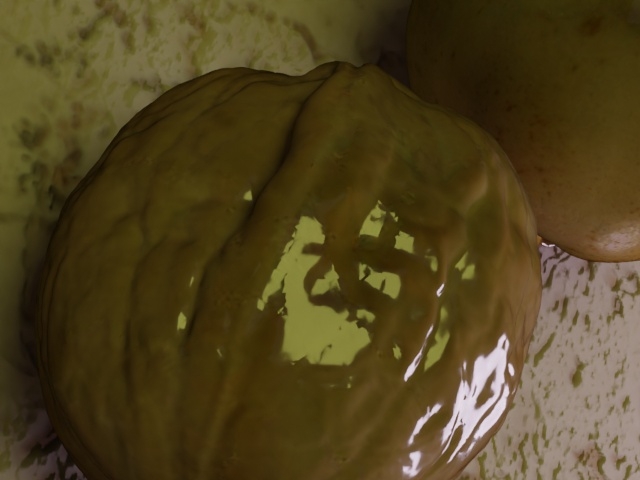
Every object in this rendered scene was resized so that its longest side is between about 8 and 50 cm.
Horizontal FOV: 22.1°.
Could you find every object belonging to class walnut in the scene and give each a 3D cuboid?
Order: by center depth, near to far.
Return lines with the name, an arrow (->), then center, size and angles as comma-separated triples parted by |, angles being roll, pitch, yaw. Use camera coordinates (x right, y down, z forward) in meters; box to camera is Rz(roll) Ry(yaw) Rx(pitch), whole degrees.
walnut -> -0.017, 0.033, 0.965 | 0.252, 0.277, 0.313 | 58, 41, -47

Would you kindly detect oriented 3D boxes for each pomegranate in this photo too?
pomegranate -> 0.205, -0.121, 1.147 | 0.319, 0.319, 0.319 | 10, 71, -32
